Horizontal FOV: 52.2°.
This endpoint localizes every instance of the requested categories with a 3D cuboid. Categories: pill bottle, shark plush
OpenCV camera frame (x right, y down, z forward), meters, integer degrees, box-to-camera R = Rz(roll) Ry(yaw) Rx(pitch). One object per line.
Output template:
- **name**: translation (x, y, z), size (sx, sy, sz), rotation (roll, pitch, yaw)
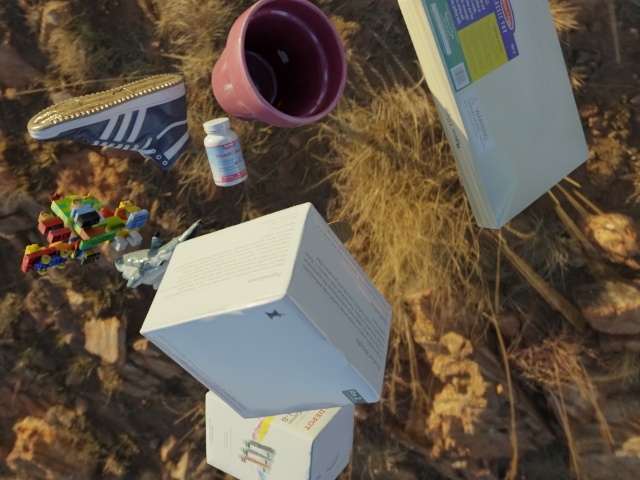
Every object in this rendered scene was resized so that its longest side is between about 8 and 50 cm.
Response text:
- **pill bottle**: translation (-0.244, -0.225, 1.656), size (0.087, 0.087, 0.160), rotation (-7, 113, 14)
- **shark plush**: translation (-0.244, 0.017, 0.979), size (0.161, 0.073, 0.067), rotation (-38, 70, 30)

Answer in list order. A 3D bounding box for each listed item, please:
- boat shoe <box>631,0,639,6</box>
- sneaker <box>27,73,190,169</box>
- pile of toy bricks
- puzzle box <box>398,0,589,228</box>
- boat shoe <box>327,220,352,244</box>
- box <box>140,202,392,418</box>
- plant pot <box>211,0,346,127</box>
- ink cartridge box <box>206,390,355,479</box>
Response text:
- **boat shoe**: translation (0.306, -0.290, 0.618), size (0.307, 0.111, 0.104), rotation (26, 130, -17)
- **sneaker**: translation (-0.358, -0.186, 1.161), size (0.099, 0.282, 0.153), rotation (34, 140, 44)
- **pile of toy bricks**: translation (-0.379, -0.034, 1.023), size (0.105, 0.212, 0.118), rotation (45, 126, 16)
- **puzzle box**: translation (0.306, -0.261, 1.093), size (0.052, 0.272, 0.409), rotation (10, 128, 58)
- **boat shoe**: translation (0.000, 0.000, 1.543), size (0.059, 0.170, 0.063), rotation (-13, 99, 57)
- **box**: translation (-0.047, 0.081, 0.671), size (0.182, 0.119, 0.181), rotation (-16, 131, 29)
- **plant pot**: translation (-0.087, -0.279, 1.085), size (0.180, 0.201, 0.201), rotation (-4, 121, 55)
- **ink cartridge box**: translation (-0.055, 0.267, 0.927), size (0.176, 0.128, 0.127), rotation (16, 116, 25)
